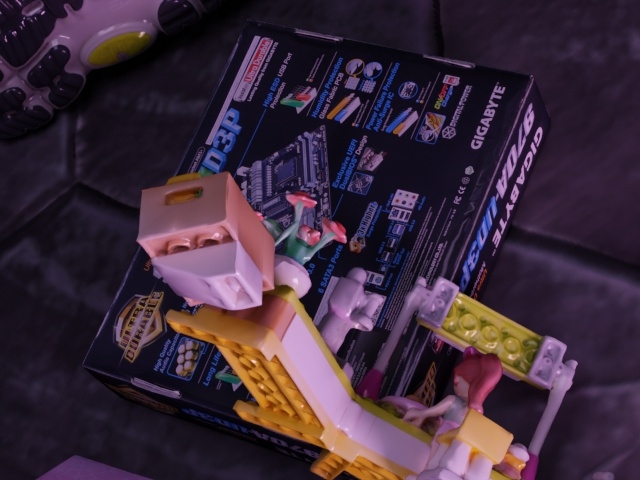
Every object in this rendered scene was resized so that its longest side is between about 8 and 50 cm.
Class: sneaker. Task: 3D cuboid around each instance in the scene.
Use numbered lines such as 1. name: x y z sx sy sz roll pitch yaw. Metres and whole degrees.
1. sneaker: -0.166 -0.147 0.910 0.275 0.107 0.110 -24 39 3

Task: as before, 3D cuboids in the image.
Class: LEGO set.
1. LEGO set: 0.036 0.041 0.639 0.132 0.287 0.107 -12 45 57

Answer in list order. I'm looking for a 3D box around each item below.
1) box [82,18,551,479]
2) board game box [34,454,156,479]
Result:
1. box: 0.000 0.000 0.780 0.175 0.051 0.220 14 71 26
2. board game box: -0.063 0.209 0.567 0.319 0.318 0.065 12 112 25
